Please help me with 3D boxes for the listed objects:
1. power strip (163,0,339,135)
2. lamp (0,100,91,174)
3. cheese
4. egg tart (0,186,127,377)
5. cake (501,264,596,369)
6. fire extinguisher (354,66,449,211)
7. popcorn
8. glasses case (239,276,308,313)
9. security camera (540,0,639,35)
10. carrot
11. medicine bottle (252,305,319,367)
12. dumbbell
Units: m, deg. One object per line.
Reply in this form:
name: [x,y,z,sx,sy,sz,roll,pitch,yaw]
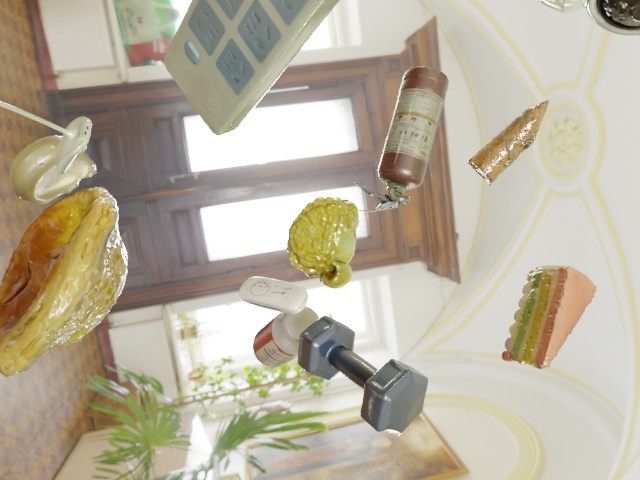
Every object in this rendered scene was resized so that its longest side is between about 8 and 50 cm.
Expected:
power strip: [-0.082,-0.221,0.496,0.118,0.046,0.270,53,-42,-4]
lamp: [-0.282,-0.112,0.368,0.198,0.056,0.050,26,50,-49]
cheese: [-0.708,-0.180,1.226,0.091,0.202,0.175,45,-13,16]
egg tart: [-0.568,0.092,1.053,0.178,0.443,0.443,36,27,-41]
cake: [0.431,0.140,0.918,0.090,0.225,0.109,49,-23,-12]
fire extinguisher: [0.119,-0.145,0.713,0.071,0.099,0.231,88,20,-84]
popcorn: [0.000,0.000,1.454,0.173,0.225,0.286,22,75,-67]
glasses case: [-0.122,0.140,1.215,0.076,0.197,0.049,-62,146,-30]
security camera: [0.517,-0.452,0.779,0.236,0.194,0.195,32,-31,21]
carrot: [0.524,-0.278,1.290,0.263,0.102,0.102,-49,-152,15]
medicine bottle: [-0.098,0.275,1.340,0.250,0.131,0.131,-44,-128,53]
dumbbell: [0.085,0.295,1.064,0.316,0.143,0.156,24,-67,50]
